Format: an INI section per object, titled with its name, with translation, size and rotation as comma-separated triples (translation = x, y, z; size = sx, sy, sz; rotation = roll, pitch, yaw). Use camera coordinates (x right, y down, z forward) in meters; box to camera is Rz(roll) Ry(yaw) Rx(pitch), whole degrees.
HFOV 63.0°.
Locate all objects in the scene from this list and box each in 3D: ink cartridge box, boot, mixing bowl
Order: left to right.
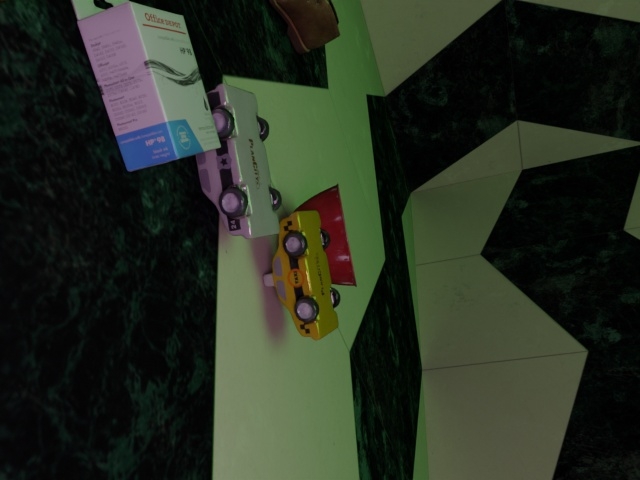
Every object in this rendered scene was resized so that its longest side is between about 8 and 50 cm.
[ink cartridge box]
translation = -0.170, -0.169, 0.522
size = 0.104, 0.060, 0.180
rotation = -51, 128, -69
[boot]
translation = -0.046, -0.524, 1.099
size = 0.305, 0.115, 0.112
rotation = 42, 43, -62
[mixing bowl]
translation = 0.000, 0.000, 0.900
size = 0.181, 0.098, 0.182
rotation = -11, 90, -87

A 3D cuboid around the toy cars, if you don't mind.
[toy cars]
translation = -0.075, -0.019, 0.718
size = 0.176, 0.087, 0.394
rotation = -76, 148, -44
